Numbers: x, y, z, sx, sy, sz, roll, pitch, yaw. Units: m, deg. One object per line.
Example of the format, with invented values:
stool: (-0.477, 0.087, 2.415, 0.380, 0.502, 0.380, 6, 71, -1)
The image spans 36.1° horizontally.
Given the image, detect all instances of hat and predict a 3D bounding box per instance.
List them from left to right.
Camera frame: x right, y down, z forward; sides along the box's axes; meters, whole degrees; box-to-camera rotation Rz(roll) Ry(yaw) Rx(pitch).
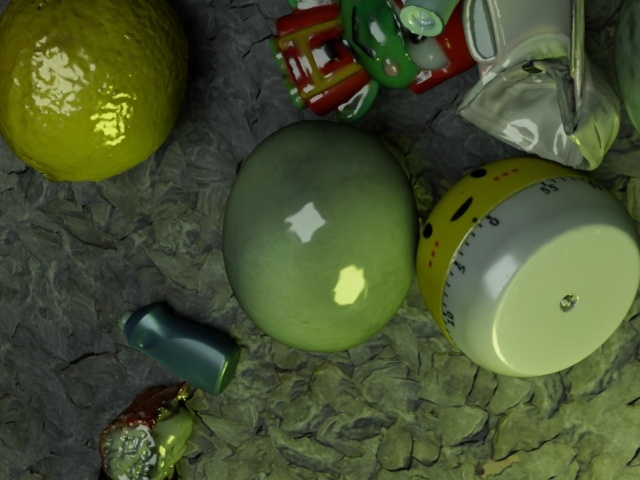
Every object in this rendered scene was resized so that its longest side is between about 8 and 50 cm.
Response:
hat: (0.255, -0.201, 1.067, 0.219, 0.164, 0.225, 33, 110, 58)

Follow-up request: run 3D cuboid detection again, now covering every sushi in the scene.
sushi: (-0.289, 0.376, 1.597, 0.130, 0.124, 0.332, 16, 114, 12)

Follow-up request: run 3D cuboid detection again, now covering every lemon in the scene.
lemon: (-0.314, -0.219, 1.332, 0.268, 0.268, 0.321, 22, 123, 14)

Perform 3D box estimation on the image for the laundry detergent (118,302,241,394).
laundry detergent: (-0.229, 0.160, 1.535, 0.206, 0.061, 0.096, 25, 123, 14)

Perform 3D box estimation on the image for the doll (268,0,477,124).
doll: (0.115, -0.274, 1.192, 0.363, 0.160, 0.182, -21, 92, 24)

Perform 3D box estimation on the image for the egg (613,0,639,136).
egg: (0.502, -0.163, 0.970, 0.428, 0.345, 0.345, 35, 118, 27)

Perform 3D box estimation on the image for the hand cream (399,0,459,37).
hand cream: (0.169, -0.367, 1.097, 0.085, 0.331, 0.058, 16, 155, 20)

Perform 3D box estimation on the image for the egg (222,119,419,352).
egg: (0.000, 0.000, 1.260, 0.259, 0.258, 0.352, 26, 149, 13)

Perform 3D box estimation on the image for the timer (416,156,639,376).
timer: (0.228, 0.009, 1.218, 0.285, 0.285, 0.285, 7, 110, 20)
